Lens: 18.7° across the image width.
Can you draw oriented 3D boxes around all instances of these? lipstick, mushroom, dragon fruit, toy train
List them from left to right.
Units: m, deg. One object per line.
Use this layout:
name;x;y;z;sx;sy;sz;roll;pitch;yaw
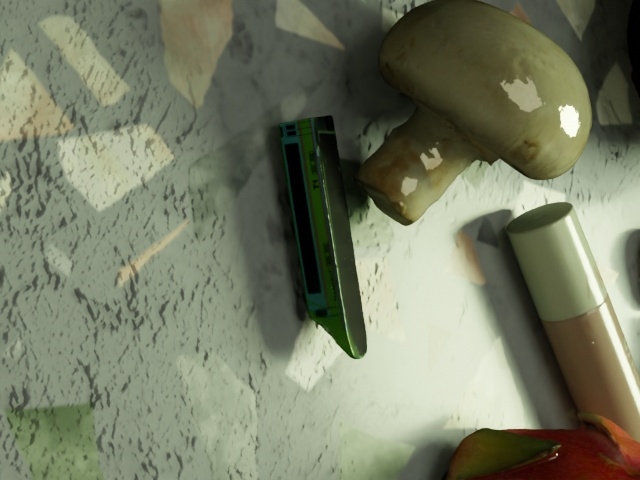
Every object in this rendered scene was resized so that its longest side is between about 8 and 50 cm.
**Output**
toy train;0.000;0.000;1.658;0.044;0.042;0.209;-15;97;-65
mushroom;0.138;-0.110;1.699;0.206;0.206;0.209;28;68;-38
lipstick;0.255;0.090;1.871;0.070;0.070;0.254;-36;110;-40
dragon fruit;0.257;0.302;1.746;0.305;0.226;0.305;4;84;-45

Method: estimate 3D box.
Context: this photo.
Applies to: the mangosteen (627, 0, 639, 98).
mangosteen;0.462;-0.199;1.944;0.275;0.302;0.275;-24;90;-81
